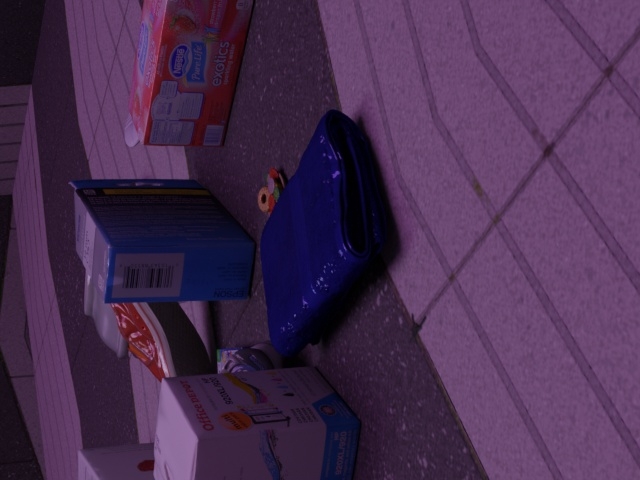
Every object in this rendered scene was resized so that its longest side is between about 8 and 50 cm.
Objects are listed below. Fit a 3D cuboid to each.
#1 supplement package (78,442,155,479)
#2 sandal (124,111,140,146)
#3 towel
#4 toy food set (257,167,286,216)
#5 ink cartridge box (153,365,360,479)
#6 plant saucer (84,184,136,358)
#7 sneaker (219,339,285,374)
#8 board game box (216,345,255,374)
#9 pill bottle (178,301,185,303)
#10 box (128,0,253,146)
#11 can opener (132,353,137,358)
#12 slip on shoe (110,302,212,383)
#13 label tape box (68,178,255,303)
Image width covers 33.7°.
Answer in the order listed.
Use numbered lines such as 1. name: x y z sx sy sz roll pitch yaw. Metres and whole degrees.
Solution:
1. supplement package: -0.385 0.547 2.181 0.293 0.178 0.175 -164 75 -64
2. sandal: -0.326 -0.301 2.153 0.102 0.076 0.265 -24 47 49
3. towel: 0.000 0.000 1.436 0.308 0.076 0.227 124 145 -53
4. toy food set: -0.073 -0.070 1.646 0.083 0.020 0.082 -119 37 -47
5. ink cartridge box: -0.094 0.289 1.449 0.171 0.233 0.168 -137 50 -58
6. plant saucer: -0.472 0.064 2.363 0.400 0.101 0.400 -177 90 -76
7. sneaker: -0.114 0.286 1.632 0.111 0.129 0.297 28 111 12
8. board game box: -0.133 0.280 1.778 0.136 0.035 0.201 161 106 -65
9. pill bottle: -0.289 0.020 2.028 0.108 0.108 0.193 137 127 -59
10. box: -0.232 -0.322 1.829 0.142 0.154 0.300 -119 35 -46
11. can opener: -0.344 0.134 2.196 0.095 0.076 0.283 -127 41 -54
12. slip on shoe: -0.295 0.187 1.935 0.101 0.123 0.331 -25 97 29
13. label tape box: -0.291 -0.009 1.857 0.348 0.249 0.115 -139 52 -59
